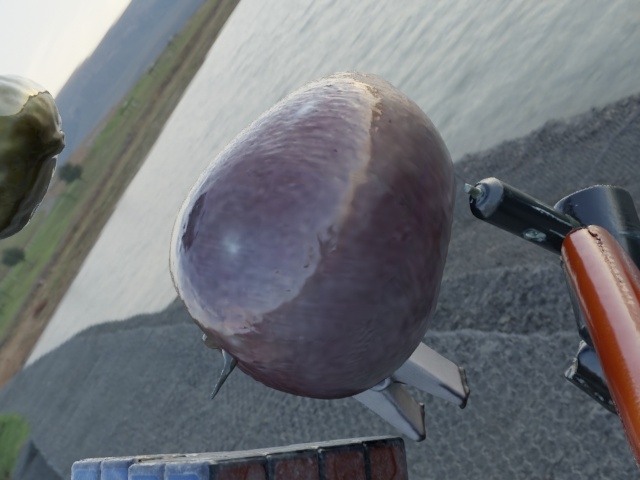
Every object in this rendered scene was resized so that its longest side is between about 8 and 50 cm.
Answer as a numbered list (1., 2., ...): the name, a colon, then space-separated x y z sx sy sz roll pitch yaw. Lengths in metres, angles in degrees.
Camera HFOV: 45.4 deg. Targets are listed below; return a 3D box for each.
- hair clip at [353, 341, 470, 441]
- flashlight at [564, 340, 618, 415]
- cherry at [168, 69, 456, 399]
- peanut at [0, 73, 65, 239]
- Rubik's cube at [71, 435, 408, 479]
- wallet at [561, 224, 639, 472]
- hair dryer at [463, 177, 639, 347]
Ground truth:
1. hair clip: 0.048 0.139 0.991 0.101 0.330 0.085 -41 24 28
2. flashlight: 0.493 0.256 0.922 0.103 0.424 0.103 -44 -20 -21
3. cherry: 0.000 0.000 0.632 0.261 0.221 0.308 93 -157 -74
4. peanut: -0.289 -0.071 0.668 0.159 0.109 0.141 -56 10 21
5. Rubik's cube: -0.098 0.438 0.981 0.337 0.343 0.345 -18 69 44
6. wallet: 0.204 0.092 0.455 0.045 0.142 0.204 -31 22 21
7. hair dryer: 0.184 0.001 0.594 0.071 0.219 0.125 -33 48 39
